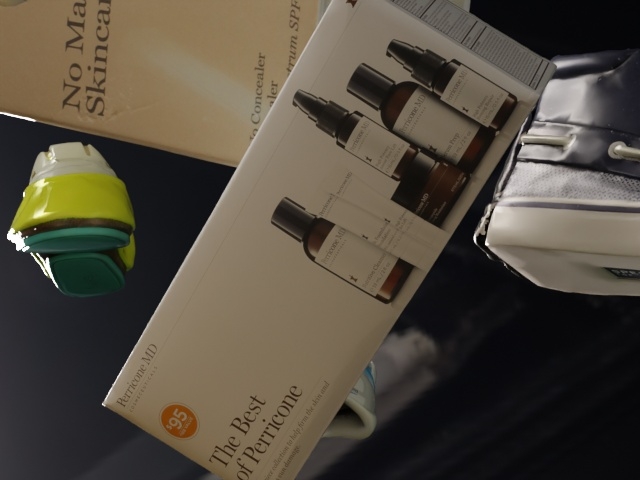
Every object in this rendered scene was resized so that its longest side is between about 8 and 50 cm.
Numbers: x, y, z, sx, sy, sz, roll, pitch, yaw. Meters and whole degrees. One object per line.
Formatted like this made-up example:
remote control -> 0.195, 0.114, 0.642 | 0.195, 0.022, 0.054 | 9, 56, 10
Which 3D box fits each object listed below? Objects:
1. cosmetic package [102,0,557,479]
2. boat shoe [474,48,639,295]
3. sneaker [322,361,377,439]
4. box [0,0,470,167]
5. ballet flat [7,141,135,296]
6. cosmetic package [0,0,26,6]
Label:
cosmetic package -> 0.000, 0.000, 0.820 | 0.099, 0.239, 0.060 | 32, -156, 4
boat shoe -> 0.259, -0.044, 1.151 | 0.340, 0.127, 0.158 | 7, -107, 39
sneaker -> -0.046, 0.112, 1.313 | 0.190, 0.071, 0.083 | 2, -150, -10
box -> -0.076, -0.127, 1.014 | 0.311, 0.148, 0.121 | 12, -168, 41
ballet flat -> -0.153, -0.019, 1.139 | 0.077, 0.077, 0.231 | -4, 170, -4
cosmetic package -> -0.246, -0.271, 0.611 | 0.453, 0.230, 0.161 | 21, -138, 21
